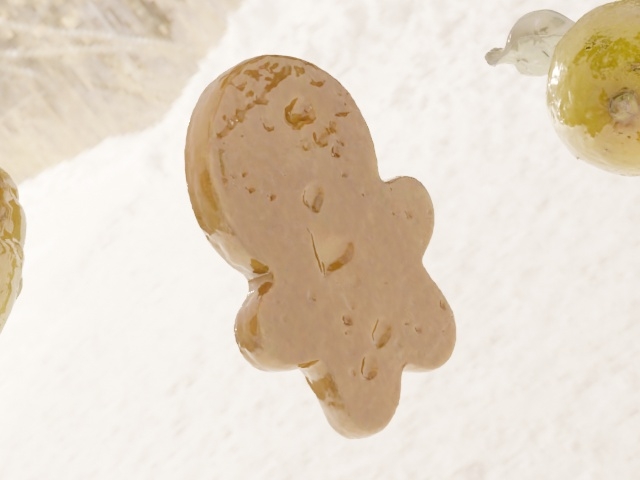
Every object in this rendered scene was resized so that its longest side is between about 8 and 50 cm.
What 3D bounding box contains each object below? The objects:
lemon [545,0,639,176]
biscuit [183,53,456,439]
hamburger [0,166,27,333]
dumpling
[{"bbox_3d":[0.398,-0.193,1.713,0.236,0.236,0.263,-33,25,14],"label":"lemon"},{"bbox_3d":[-0.002,0.000,1.245,0.052,0.355,0.275,-14,24,47],"label":"biscuit"},{"bbox_3d":[-0.349,0.041,0.986,0.259,0.145,0.283,2,54,6],"label":"hamburger"},{"bbox_3d":[0.314,-0.294,2.053,0.134,0.100,0.169,-18,28,-14],"label":"dumpling"}]
